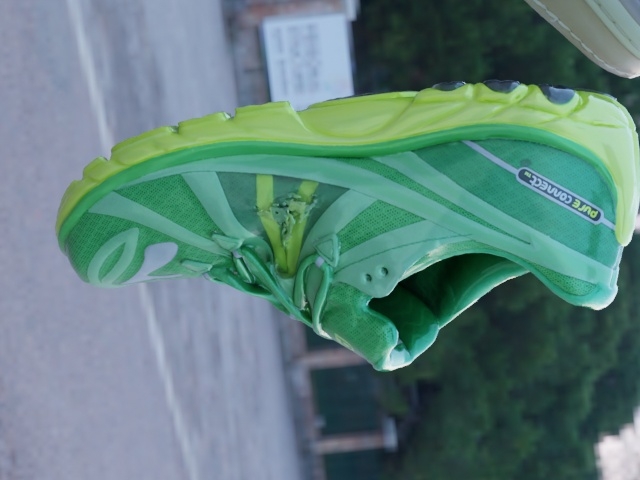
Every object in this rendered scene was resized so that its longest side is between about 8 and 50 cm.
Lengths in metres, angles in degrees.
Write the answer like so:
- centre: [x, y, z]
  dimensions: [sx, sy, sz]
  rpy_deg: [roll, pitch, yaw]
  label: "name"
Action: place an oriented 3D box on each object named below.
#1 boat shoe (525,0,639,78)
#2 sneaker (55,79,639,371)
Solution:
- centre: [0.072, -0.204, 0.907]
  dimensions: [0.341, 0.121, 0.110]
  rpy_deg: [54, -52, 19]
  label: "boat shoe"
- centre: [0.000, 0.000, 0.785]
  dimensions: [0.109, 0.295, 0.123]
  rpy_deg: [6, 79, -61]
  label: "sneaker"
